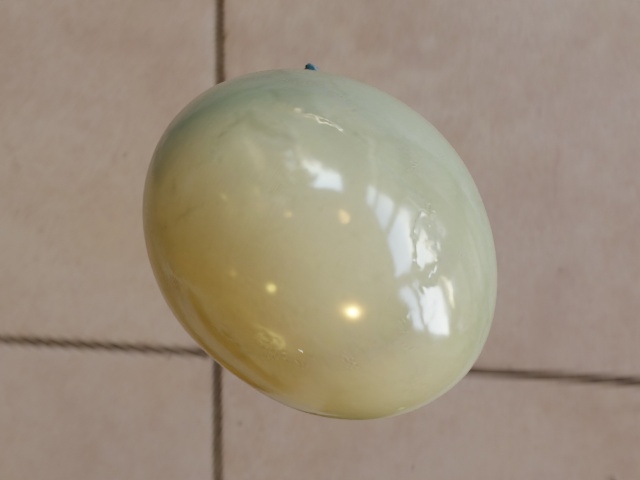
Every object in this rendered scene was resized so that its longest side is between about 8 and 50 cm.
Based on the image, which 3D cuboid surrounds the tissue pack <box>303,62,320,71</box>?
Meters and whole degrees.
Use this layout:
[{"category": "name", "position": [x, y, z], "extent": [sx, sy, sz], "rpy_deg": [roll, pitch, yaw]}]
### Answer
[{"category": "tissue pack", "position": [0.015, -0.063, 1.560], "extent": [0.082, 0.169, 0.120], "rpy_deg": [-34, 142, -4]}]

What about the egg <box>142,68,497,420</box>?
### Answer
[{"category": "egg", "position": [0.000, 0.000, 1.170], "extent": [0.269, 0.219, 0.219], "rpy_deg": [39, 116, 15]}]
